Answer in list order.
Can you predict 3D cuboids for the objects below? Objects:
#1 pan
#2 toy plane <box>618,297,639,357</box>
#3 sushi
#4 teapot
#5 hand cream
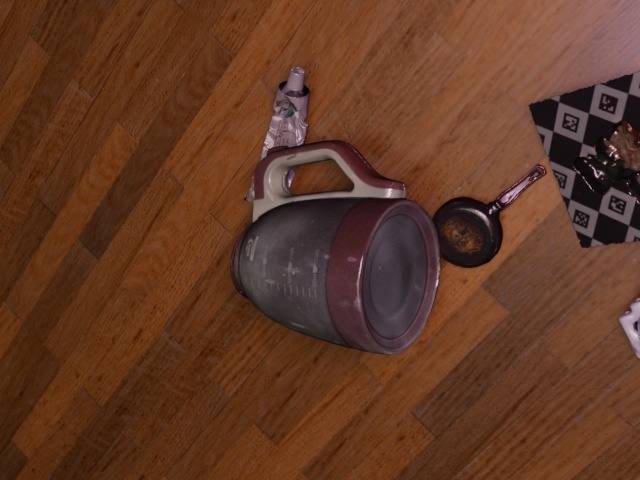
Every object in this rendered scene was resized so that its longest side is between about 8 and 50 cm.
[{"bbox_3d":[0.259,-0.040,1.261,0.212,0.040,0.115,-42,88,26],"label":"pan"},{"bbox_3d":[0.534,0.117,1.131,0.245,0.117,0.244,18,118,38],"label":"toy plane"},{"bbox_3d":[0.424,-0.113,1.137,0.220,0.047,0.231,-10,106,54],"label":"sushi"},{"bbox_3d":[0.000,0.000,1.292,0.312,0.233,0.314,7,94,34],"label":"teapot"},{"bbox_3d":[-0.065,-0.168,1.377,0.084,0.050,0.256,24,119,19],"label":"hand cream"}]
